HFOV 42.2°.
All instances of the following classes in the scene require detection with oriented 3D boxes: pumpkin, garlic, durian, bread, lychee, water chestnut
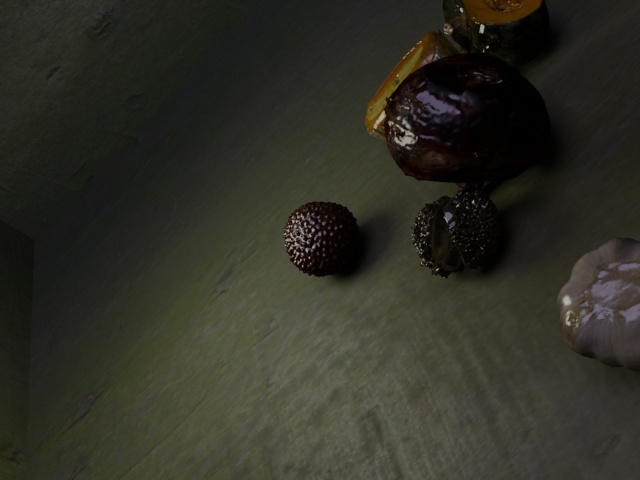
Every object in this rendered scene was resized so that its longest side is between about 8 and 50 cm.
[{"bbox_3d":[0.386,-0.521,1.936,0.222,0.139,0.317,-23,46,-1],"label":"pumpkin"},{"bbox_3d":[0.483,0.100,1.286,0.228,0.152,0.228,-24,42,23],"label":"garlic"},{"bbox_3d":[0.277,-0.022,1.669,0.196,0.167,0.196,-15,33,10],"label":"durian"},{"bbox_3d":[0.225,-0.366,2.020,0.288,0.119,0.152,-47,23,34],"label":"bread"},{"bbox_3d":[0.000,0.000,1.942,0.188,0.188,0.188,-31,39,28],"label":"lychee"},{"bbox_3d":[0.297,-0.217,1.708,0.350,0.302,0.350,-2,33,1],"label":"water chestnut"}]

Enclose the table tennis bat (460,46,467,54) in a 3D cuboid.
[{"bbox_3d":[0.344,-0.367,1.983,0.224,0.054,0.368,-19,46,48],"label":"table tennis bat"}]
